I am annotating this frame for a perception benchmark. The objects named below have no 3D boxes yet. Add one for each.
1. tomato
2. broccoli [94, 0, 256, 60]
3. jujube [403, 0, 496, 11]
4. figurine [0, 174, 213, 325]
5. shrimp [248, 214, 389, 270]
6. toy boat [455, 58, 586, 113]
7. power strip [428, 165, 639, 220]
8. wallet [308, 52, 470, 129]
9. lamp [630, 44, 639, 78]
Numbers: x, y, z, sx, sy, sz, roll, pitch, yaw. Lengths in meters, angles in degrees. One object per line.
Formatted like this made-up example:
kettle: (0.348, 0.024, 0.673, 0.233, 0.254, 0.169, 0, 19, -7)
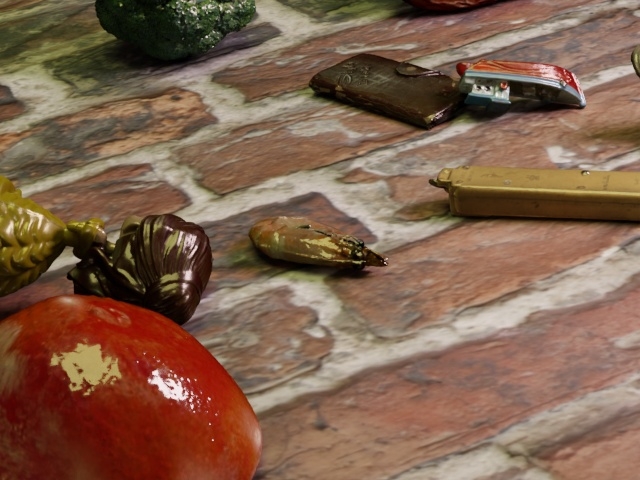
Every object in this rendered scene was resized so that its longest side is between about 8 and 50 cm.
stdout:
tomato: (-0.210, 0.142, 1.552, 0.308, 0.170, 0.309, -7, 27, 3)
broccoli: (-0.223, -0.399, 2.462, 0.269, 0.270, 0.270, 6, 2, 0)
jujube: (0.206, -0.422, 2.528, 0.236, 0.168, 0.168, 6, 26, -12)
figurine: (-0.273, 0.008, 1.841, 0.315, 0.187, 0.168, 6, 25, 6)
shrimp: (0.000, 0.000, 1.905, 0.190, 0.042, 0.101, 16, 28, 37)
toy boat: (0.261, -0.197, 2.184, 0.172, 0.059, 0.069, 5, -12, -4)
power strip: (0.274, -0.054, 1.943, 0.305, 0.044, 0.064, 3, 30, 15)
wallet: (0.102, -0.209, 2.277, 0.122, 0.031, 0.232, -31, 36, -35)
lamp: (0.504, -0.128, 1.987, 0.203, 0.125, 0.283, 5, 20, -23)
